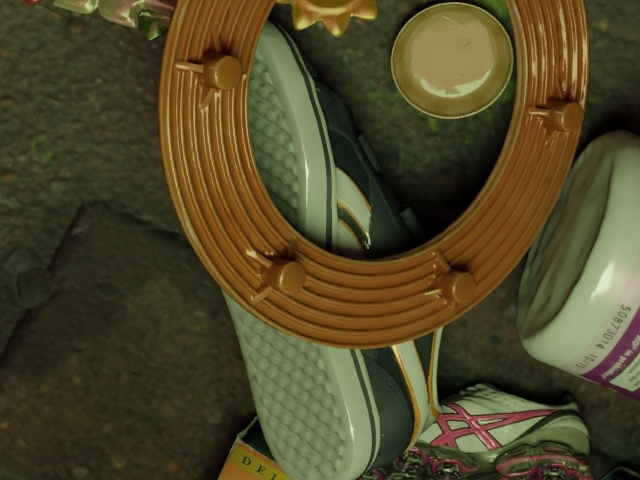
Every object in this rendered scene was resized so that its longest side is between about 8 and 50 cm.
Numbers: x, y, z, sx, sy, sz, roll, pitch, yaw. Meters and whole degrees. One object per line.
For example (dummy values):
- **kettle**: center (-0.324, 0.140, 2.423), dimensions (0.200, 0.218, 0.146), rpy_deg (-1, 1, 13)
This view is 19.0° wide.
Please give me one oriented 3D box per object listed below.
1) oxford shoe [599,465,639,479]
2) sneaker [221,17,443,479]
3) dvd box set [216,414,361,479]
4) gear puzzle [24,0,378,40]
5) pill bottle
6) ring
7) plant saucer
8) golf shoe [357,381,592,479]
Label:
- **oxford shoe**: center (0.260, 0.218, 1.414), dimensions (0.271, 0.097, 0.098), rpy_deg (-11, 107, 5)
- **sneaker**: center (0.000, 0.000, 1.310), dimensions (0.126, 0.127, 0.321), rpy_deg (-6, 98, 46)
- **dvd box set**: center (-0.008, 0.379, 1.459), dimensions (0.307, 0.062, 0.420), rpy_deg (28, 112, 7)
- **gear puzzle**: center (-0.111, -0.220, 1.223), dimensions (0.338, 0.044, 0.176), rpy_deg (16, 93, -1)
- **pill bottle**: center (0.299, 0.053, 1.298), dimensions (0.301, 0.169, 0.169), rpy_deg (22, 112, -8)
- **ring**: center (0.049, -0.093, 1.207), dimensions (0.336, 0.032, 0.337), rpy_deg (-10, 106, -35)
- **plant saucer**: center (0.089, -0.125, 1.304), dimensions (0.083, 0.015, 0.083), rpy_deg (0, 114, 1)
- **golf shoe**: center (0.103, 0.145, 1.393), dimensions (0.186, 0.086, 0.067), rpy_deg (4, 140, -4)
